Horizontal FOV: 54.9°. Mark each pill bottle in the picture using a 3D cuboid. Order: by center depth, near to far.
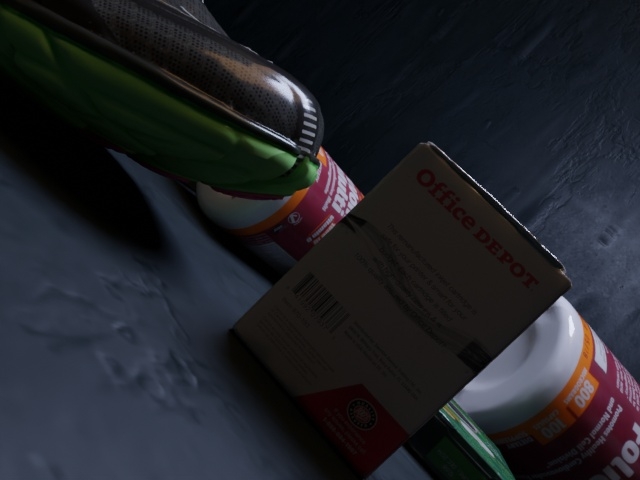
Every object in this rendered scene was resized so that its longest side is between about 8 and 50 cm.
[{"bbox_3d":[-0.013,-0.019,0.622,0.221,0.121,0.121,43,4,-47],"label":"pill bottle"},{"bbox_3d":[0.348,0.267,0.845,0.392,0.224,0.224,45,3,-18],"label":"pill bottle"}]

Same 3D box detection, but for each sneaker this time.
[{"bbox_3d":[-0.161,-0.216,0.398,0.483,0.202,0.185,47,3,15],"label":"sneaker"}]

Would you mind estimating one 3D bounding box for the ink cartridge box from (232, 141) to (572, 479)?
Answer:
[{"bbox_3d":[0.045,0.037,0.351,0.109,0.150,0.063,47,3,13],"label":"ink cartridge box"}]

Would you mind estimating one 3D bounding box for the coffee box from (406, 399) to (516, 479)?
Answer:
[{"bbox_3d":[0.121,0.181,0.556,0.113,0.040,0.184,46,3,9],"label":"coffee box"}]

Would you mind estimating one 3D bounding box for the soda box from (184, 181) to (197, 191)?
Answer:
[{"bbox_3d":[-0.149,-0.111,0.567,0.061,0.058,0.181,48,3,30],"label":"soda box"}]
